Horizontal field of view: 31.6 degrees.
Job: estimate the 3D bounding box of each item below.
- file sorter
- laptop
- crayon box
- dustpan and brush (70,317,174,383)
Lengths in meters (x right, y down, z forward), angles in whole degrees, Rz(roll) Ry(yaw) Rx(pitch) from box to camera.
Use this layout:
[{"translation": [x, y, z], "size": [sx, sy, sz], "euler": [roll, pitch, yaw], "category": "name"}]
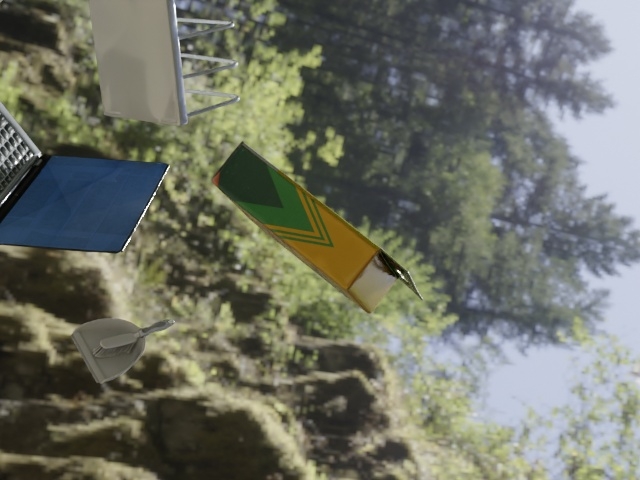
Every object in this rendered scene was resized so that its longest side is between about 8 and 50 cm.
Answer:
[{"translation": [-0.255, -0.353, 1.903], "size": [0.193, 0.173, 0.277], "euler": [12, -65, 39], "category": "file sorter"}, {"translation": [-0.527, -0.169, 2.074], "size": [0.236, 0.408, 0.382], "euler": [-28, -159, 19], "category": "laptop"}, {"translation": [0.000, 0.000, 1.687], "size": [0.319, 0.202, 0.081], "euler": [38, -94, 19], "category": "crayon box"}, {"translation": [-0.413, 0.214, 2.459], "size": [0.147, 0.211, 0.060], "euler": [54, -43, 25], "category": "dustpan and brush"}]
